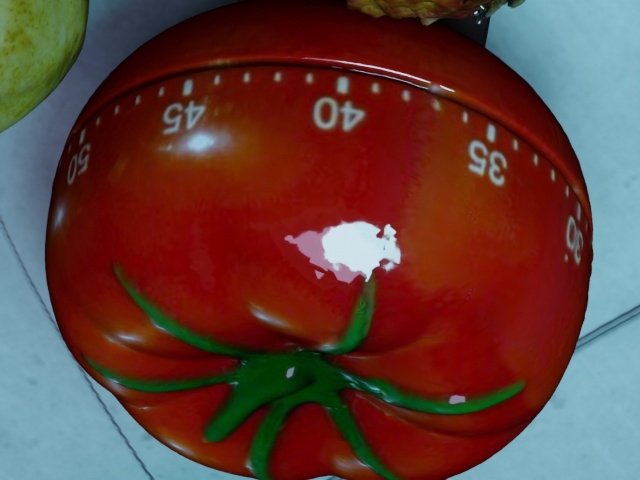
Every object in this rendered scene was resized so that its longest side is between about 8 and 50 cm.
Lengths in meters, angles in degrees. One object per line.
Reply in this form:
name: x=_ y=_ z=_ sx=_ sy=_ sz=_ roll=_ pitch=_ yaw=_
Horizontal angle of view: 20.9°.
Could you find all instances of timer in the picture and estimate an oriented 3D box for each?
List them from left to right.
timer: x=0.000 y=0.000 z=1.210 sx=0.378 sy=0.279 sz=0.378 roll=8 pitch=148 yaw=5

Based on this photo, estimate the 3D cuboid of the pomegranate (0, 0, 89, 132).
pomegranate: x=-0.290 y=-0.187 z=1.160 sx=0.252 sy=0.229 sz=0.270 roll=-21 pitch=112 yaw=8

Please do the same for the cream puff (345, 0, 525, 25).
cream puff: x=0.087 y=-0.297 z=1.059 sx=0.229 sy=0.350 sz=0.350 roll=34 pitch=113 yaw=-2

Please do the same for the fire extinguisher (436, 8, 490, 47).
fire extinguisher: x=0.095 y=-0.145 z=1.302 sx=0.078 sy=0.045 sz=0.157 roll=19 pitch=121 yaw=20
